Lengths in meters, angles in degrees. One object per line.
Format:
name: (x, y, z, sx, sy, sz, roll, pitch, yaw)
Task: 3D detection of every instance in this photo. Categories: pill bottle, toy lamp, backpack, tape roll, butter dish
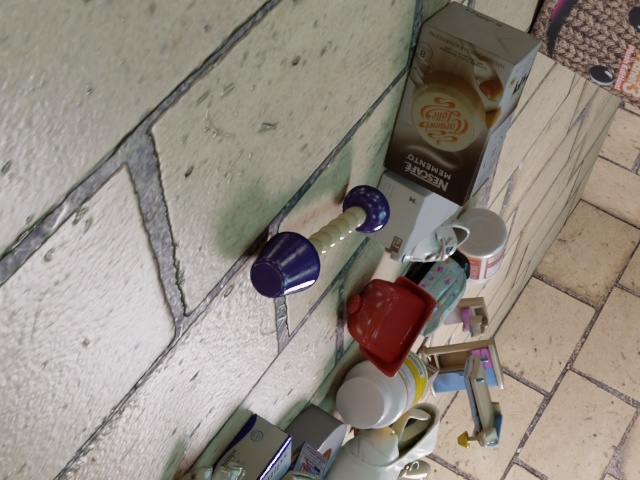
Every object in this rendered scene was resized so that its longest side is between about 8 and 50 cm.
pill bottle: (0.122, 0.303, 1.864, 0.136, 0.136, 0.246, -65, 162, 14)
pill bottle: (0.362, 0.022, 2.111, 0.121, 0.121, 0.216, -55, 162, -17)
toy lamp: (0.000, 0.000, 1.163, 0.275, 0.080, 0.080, -36, 150, -57)
backpack: (0.233, 0.109, 1.904, 0.182, 0.115, 0.152, -51, 163, -19)
tape roll: (-0.039, 0.420, 1.714, 0.219, 0.072, 0.219, -51, 161, -25)
butter dish: (0.098, 0.130, 1.583, 0.160, 0.118, 0.160, -60, -156, 4)

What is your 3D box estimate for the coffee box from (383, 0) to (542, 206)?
coffee box: (0.196, -0.189, 1.293, 0.098, 0.141, 0.246, -44, 156, -42)

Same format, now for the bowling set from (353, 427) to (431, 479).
bowling set: (0.091, 0.524, 2.136, 0.287, 0.200, 0.154, -40, 150, 21)

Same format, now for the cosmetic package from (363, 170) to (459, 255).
cosmetic package: (0.165, -0.076, 1.484, 0.231, 0.085, 0.117, -31, 146, -54)

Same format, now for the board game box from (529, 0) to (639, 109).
board game box: (0.566, -0.407, 1.683, 0.141, 0.291, 0.232, -49, 165, -30)

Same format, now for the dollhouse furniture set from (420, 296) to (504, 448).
dollhouse furniture set: (0.338, 0.345, 2.331, 0.303, 0.198, 0.286, -57, 133, -64)

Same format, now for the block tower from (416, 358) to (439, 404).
block tower: (0.183, 0.370, 2.210, 0.335, 0.091, 0.097, -14, 130, -65)

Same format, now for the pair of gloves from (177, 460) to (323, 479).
pair of gloves: (-0.132, 0.401, 1.317, 0.240, 0.042, 0.204, 16, 110, -37)

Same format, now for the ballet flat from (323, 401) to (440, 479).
ballet flat: (0.138, 0.428, 1.932, 0.400, 0.139, 0.139, -11, 129, -56)

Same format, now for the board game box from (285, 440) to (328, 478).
board game box: (-0.069, 0.437, 1.529, 0.194, 0.060, 0.194, -41, -172, 39)

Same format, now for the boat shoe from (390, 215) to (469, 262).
boat shoe: (0.212, 0.000, 1.717, 0.096, 0.088, 0.267, -65, 162, 16)

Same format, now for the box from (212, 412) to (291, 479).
box: (-0.109, 0.361, 1.430, 0.126, 0.072, 0.137, -51, 159, -30)
